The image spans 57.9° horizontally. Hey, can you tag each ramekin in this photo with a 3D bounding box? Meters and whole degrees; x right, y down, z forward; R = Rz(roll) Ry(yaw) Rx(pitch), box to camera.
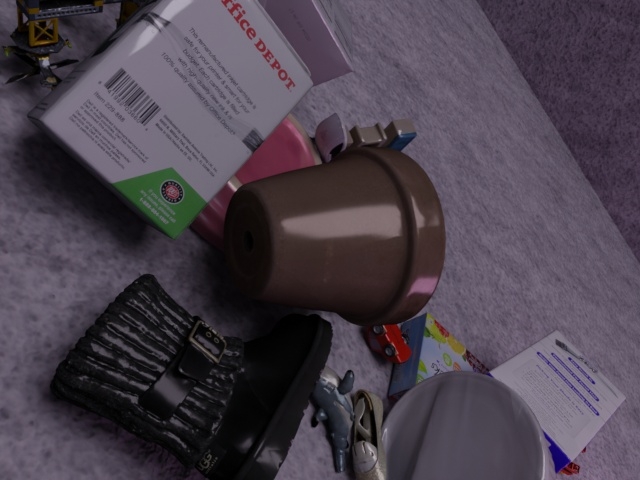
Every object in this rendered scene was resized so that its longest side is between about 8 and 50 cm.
[{"bbox_3d":[0.223,0.346,0.877,0.127,0.272,0.273,43,39,-38],"label":"ramekin"}]

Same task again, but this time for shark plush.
[{"bbox_3d":[0.011,0.265,0.882,0.067,0.073,0.161,-5,90,-29],"label":"shark plush"}]

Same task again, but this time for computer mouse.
[{"bbox_3d":[0.006,-0.175,1.064,0.042,0.193,0.106,-13,79,-12],"label":"computer mouse"}]

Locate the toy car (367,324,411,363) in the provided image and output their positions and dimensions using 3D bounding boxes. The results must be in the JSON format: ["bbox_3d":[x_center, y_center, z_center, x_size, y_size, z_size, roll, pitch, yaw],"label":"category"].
[{"bbox_3d":[0.082,0.085,1.053,0.239,0.053,0.225,41,41,-22],"label":"toy car"}]

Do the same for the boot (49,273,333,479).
[{"bbox_3d":[-0.133,0.136,0.727,0.260,0.131,0.348,33,21,0],"label":"boot"}]

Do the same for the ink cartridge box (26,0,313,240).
[{"bbox_3d":[-0.181,-0.182,0.743,0.289,0.121,0.211,-50,124,-13],"label":"ink cartridge box"}]

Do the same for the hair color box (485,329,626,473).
[{"bbox_3d":[0.419,0.299,1.078,0.338,0.110,0.185,-9,50,-47],"label":"hair color box"}]

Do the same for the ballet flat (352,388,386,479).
[{"bbox_3d":[0.067,0.307,0.888,0.052,0.057,0.168,46,29,-33],"label":"ballet flat"}]

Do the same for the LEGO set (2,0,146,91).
[{"bbox_3d":[-0.333,-0.338,0.818,0.255,0.192,0.331,42,47,13],"label":"LEGO set"}]

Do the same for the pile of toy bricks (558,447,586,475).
[{"bbox_3d":[0.428,0.399,1.188,0.212,0.105,0.118,30,58,-2],"label":"pile of toy bricks"}]

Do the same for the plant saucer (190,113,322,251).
[{"bbox_3d":[-0.109,-0.127,0.960,0.332,0.084,0.332,27,48,-33],"label":"plant saucer"}]

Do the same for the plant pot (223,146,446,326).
[{"bbox_3d":[0.000,0.000,0.793,0.229,0.263,0.263,-4,68,-34],"label":"plant pot"}]

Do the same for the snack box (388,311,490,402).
[{"bbox_3d":[0.229,0.267,1.079,0.207,0.070,0.174,42,41,-19],"label":"snack box"}]

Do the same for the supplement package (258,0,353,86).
[{"bbox_3d":[-0.087,-0.397,1.004,0.262,0.204,0.145,49,34,-48],"label":"supplement package"}]

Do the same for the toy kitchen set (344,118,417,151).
[{"bbox_3d":[0.109,-0.145,1.213,0.207,0.122,0.166,-13,75,-30],"label":"toy kitchen set"}]
